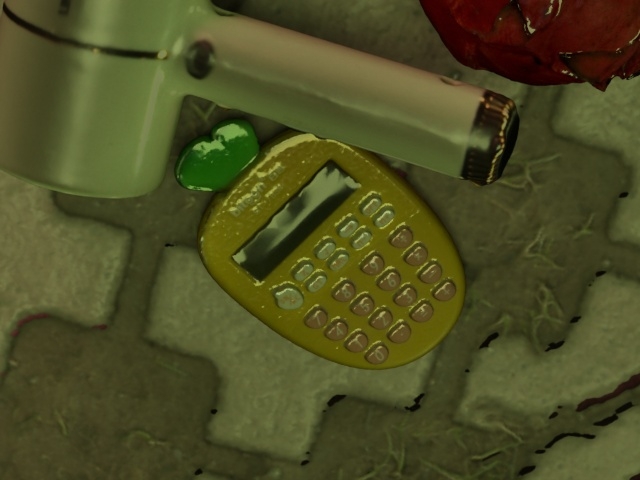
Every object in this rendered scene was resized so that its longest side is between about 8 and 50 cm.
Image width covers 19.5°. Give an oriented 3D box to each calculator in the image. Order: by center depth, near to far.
[{"bbox_3d":[0.000,0.000,1.306,0.235,0.032,0.146,41,105,-17],"label":"calculator"}]

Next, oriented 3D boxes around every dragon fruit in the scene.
[{"bbox_3d":[0.138,-0.183,1.162,0.172,0.172,0.209,-21,123,7],"label":"dragon fruit"}]

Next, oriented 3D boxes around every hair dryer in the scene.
[{"bbox_3d":[-0.030,-0.103,1.178,0.362,0.128,0.203,18,110,8],"label":"hair dryer"}]
